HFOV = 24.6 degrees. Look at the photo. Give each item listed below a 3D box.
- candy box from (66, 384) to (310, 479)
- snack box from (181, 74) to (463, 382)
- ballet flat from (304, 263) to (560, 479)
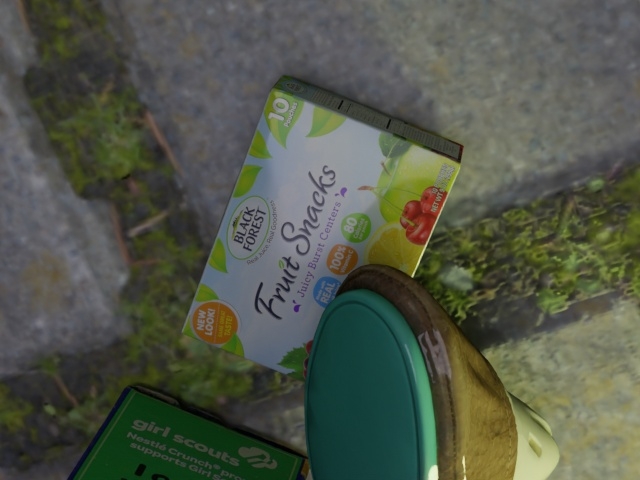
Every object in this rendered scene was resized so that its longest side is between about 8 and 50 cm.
[{"bbox_3d":[-0.129,0.258,0.702,0.122,0.317,0.268,24,112,-2],"label":"candy box"},{"bbox_3d":[0.000,0.000,0.741,0.100,0.037,0.141,22,111,1],"label":"snack box"},{"bbox_3d":[0.059,0.151,0.743,0.124,0.116,0.342,-16,122,-30],"label":"ballet flat"}]
